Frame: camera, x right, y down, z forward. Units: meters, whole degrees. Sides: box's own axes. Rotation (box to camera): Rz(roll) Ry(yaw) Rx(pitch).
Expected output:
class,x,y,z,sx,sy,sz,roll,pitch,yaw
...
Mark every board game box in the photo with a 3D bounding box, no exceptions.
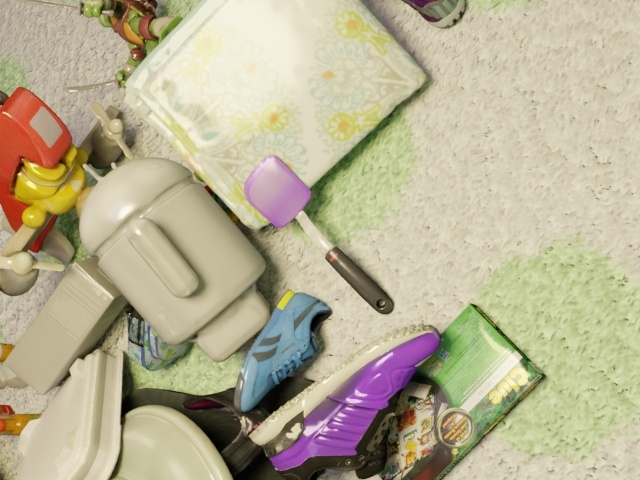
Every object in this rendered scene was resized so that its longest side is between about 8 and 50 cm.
class,x,y,z,sx,sy,sz,roll,pitch,yaw
board game box,0.163,0.224,0.965,0.260,0.030,0.136,-49,56,13

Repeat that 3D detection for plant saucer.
class,x,y,z,sx,sy,sz,roll,pitch,yaw
plant saucer,-0.263,0.455,1.072,0.400,0.100,0.401,1,92,43

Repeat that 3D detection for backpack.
class,x,y,z,sx,sy,sz,roll,pitch,yaw
backpack,-0.271,0.160,1.203,0.084,0.105,0.114,21,113,31

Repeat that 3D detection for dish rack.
class,x,y,z,sx,sy,sz,roll,pitch,yaw
dish rack,-0.436,0.347,1.190,0.285,0.072,0.333,-51,25,13

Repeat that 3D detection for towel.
class,x,y,z,sx,sy,sz,roll,pitch,yaw
towel,-0.079,-0.239,1.102,0.374,0.090,0.320,-42,96,13

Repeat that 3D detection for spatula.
class,x,y,z,sx,sy,sz,roll,pitch,yaw
spatula,0.000,0.000,1.068,0.084,0.030,0.296,-46,78,14

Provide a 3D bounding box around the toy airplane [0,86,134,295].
class,x,y,z,sx,sy,sz,roll,pitch,yaw
toy airplane,-0.481,-0.067,1.287,0.272,0.384,0.386,17,98,4

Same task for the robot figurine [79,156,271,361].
class,x,y,z,sx,sy,sz,roll,pitch,yaw
robot figurine,-0.226,0.018,1.099,0.199,0.300,0.353,-40,93,-6

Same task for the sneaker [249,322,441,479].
class,x,y,z,sx,sy,sz,roll,pitch,yaw
sneaker,0.060,0.233,0.960,0.293,0.102,0.146,-37,83,9

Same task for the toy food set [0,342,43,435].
class,x,y,z,sx,sy,sz,roll,pitch,yaw
toy food set,-0.632,0.302,1.397,0.111,0.104,0.232,-47,59,14

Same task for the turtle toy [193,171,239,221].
class,x,y,z,sx,sy,sz,roll,pitch,yaw
turtle toy,-0.166,-0.098,1.223,0.130,0.066,0.095,37,99,33

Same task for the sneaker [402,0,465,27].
class,x,y,z,sx,sy,sz,roll,pitch,yaw
sneaker,0.126,-0.415,1.097,0.223,0.098,0.083,43,102,32

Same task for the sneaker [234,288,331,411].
class,x,y,z,sx,sy,sz,roll,pitch,yaw
sneaker,-0.053,0.165,1.048,0.082,0.069,0.209,21,56,15

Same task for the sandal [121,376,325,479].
class,x,y,z,sx,sy,sz,roll,pitch,yaw
sandal,-0.167,0.302,1.105,0.445,0.107,0.168,-10,74,29

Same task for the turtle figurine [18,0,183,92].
class,x,y,z,sx,sy,sz,roll,pitch,yaw
turtle figurine,-0.372,-0.359,1.342,0.266,0.274,0.198,24,126,30

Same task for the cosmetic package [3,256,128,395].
class,x,y,z,sx,sy,sz,roll,pitch,yaw
cosmetic package,-0.446,0.149,1.291,0.107,0.127,0.238,41,100,1
